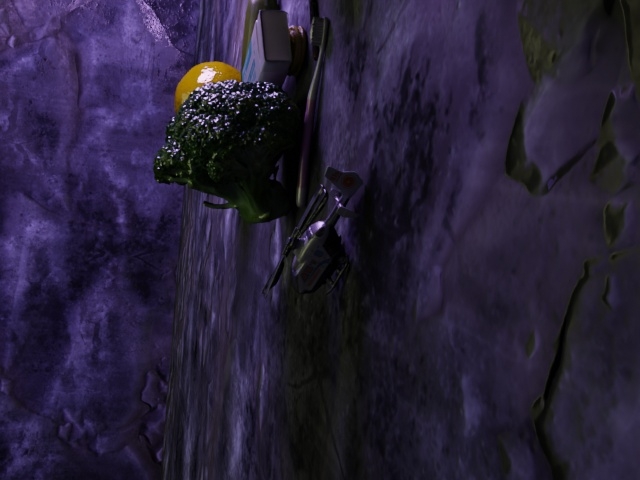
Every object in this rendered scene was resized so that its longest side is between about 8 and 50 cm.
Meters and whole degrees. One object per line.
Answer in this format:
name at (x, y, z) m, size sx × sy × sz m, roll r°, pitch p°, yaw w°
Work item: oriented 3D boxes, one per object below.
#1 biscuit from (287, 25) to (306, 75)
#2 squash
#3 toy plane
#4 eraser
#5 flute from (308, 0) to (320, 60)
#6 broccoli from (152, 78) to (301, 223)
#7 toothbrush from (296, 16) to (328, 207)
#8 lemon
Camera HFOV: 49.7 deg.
biscuit at (-0.044, -0.319, 1.163) m, size 0.084 × 0.023 × 0.084 m, roll -178°, pitch 90°, yaw -72°
squash at (-0.120, -0.384, 1.352) m, size 0.069 × 0.069 × 0.258 m, roll -164°, pitch 77°, yaw -73°
toy plane at (0.001, 0.000, 0.859) m, size 0.197 × 0.078 × 0.053 m, roll -61°, pitch 24°, yaw 24°
eraser at (-0.097, -0.302, 1.207) m, size 0.225 × 0.052 × 0.095 m, roll 136°, pitch 130°, yaw -72°
flute at (-0.014, -0.396, 1.101) m, size 0.014 × 0.014 × 0.269 m, roll 125°, pitch 145°, yaw -60°
broccoli at (-0.133, -0.140, 1.113) m, size 0.269 × 0.261 × 0.241 m, roll 6°, pitch 121°, yaw 47°
toothbrush at (-0.017, -0.191, 1.045) m, size 0.020 × 0.025 × 0.286 m, roll -141°, pitch 56°, yaw -70°
lemon at (-0.231, -0.296, 1.516) m, size 0.203 × 0.178 × 0.178 m, roll -106°, pitch 26°, yaw -45°
